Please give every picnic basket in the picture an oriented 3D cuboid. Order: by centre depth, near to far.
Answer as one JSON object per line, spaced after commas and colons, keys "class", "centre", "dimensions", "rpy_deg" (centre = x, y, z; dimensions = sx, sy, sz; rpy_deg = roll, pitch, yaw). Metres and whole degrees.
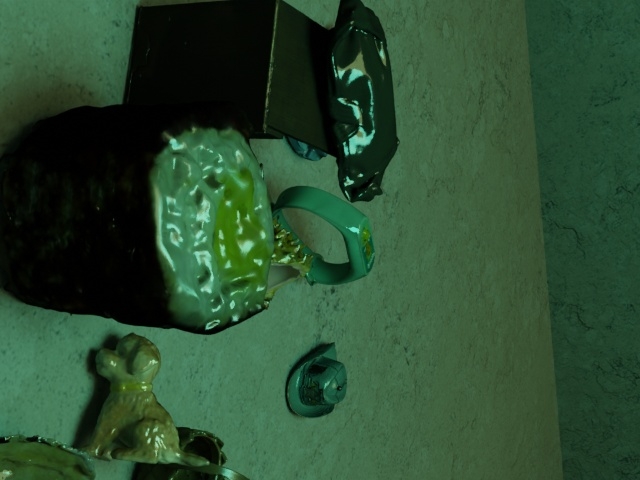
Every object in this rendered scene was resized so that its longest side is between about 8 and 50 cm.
{"class": "picnic basket", "centre": [-0.190, 0.363, 1.567], "dimensions": [0.128, 0.178, 0.138], "rpy_deg": [45, 56, -53]}

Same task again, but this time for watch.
{"class": "watch", "centre": [0.000, 0.000, 1.838], "dimensions": [0.237, 0.195, 0.068], "rpy_deg": [72, 34, -51]}

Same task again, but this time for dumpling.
{"class": "dumpling", "centre": [-0.382, 0.306, 1.320], "dimensions": [0.166, 0.086, 0.332], "rpy_deg": [-40, 136, -9]}

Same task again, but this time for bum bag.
{"class": "bum bag", "centre": [0.059, -0.214, 1.537], "dimensions": [0.142, 0.079, 0.326], "rpy_deg": [-39, 132, -44]}

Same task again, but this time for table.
{"class": "table", "centre": [-0.108, -0.230, 1.556], "dimensions": [0.282, 0.250, 0.196], "rpy_deg": [15, 79, -62]}

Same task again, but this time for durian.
{"class": "durian", "centre": [-0.140, -0.013, 1.692], "dimensions": [0.305, 0.185, 0.196], "rpy_deg": [17, 56, -51]}

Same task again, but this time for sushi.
{"class": "sushi", "centre": [-0.231, -0.038, 1.326], "dimensions": [0.281, 0.294, 0.299], "rpy_deg": [15, 80, -56]}

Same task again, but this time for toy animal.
{"class": "toy animal", "centre": [-0.240, 0.231, 1.474], "dimensions": [0.104, 0.183, 0.185], "rpy_deg": [83, 13, -72]}

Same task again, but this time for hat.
{"class": "hat", "centre": [0.013, 0.281, 2.009], "dimensions": [0.191, 0.078, 0.138], "rpy_deg": [-24, 117, -57]}

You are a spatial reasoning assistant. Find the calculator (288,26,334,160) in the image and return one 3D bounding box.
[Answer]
{"class": "calculator", "centre": [0.011, -0.284, 1.951], "dimensions": [0.293, 0.051, 0.173], "rpy_deg": [-60, 140, -38]}
